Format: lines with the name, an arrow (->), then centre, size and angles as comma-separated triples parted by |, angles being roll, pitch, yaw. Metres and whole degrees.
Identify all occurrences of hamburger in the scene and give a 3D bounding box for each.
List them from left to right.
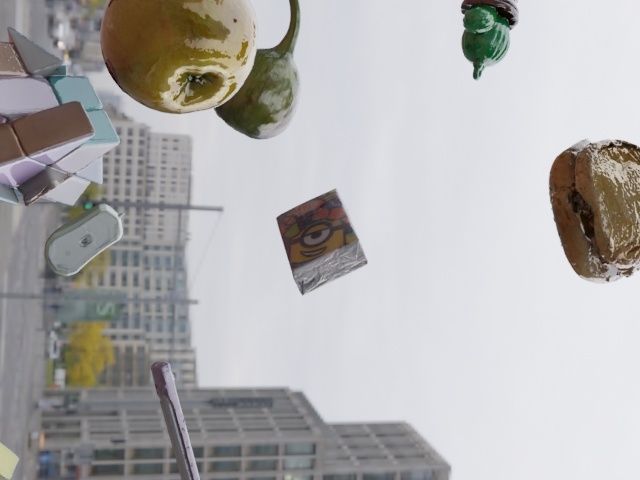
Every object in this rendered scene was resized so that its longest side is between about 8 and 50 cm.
hamburger -> 0.491, -0.066, 1.559 | 0.146, 0.243, 0.286 | -16, -131, 45

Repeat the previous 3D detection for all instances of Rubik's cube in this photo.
Rubik's cube -> -0.651, -0.236, 1.972 | 0.358, 0.368, 0.387 | 62, 10, 13

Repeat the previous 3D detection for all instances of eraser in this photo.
eraser -> -0.585, 0.358, 1.515 | 0.097, 0.122, 0.045 | 67, 32, -47

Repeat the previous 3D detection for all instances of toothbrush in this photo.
toothbrush -> -0.113, 0.288, 0.913 | 0.024, 0.029, 0.354 | -3, -76, 50

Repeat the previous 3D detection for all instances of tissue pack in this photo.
tissue pack -> 0.000, 0.000, 1.319 | 0.148, 0.109, 0.060 | -110, 174, -54

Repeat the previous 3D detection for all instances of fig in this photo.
fig -> -0.076, -0.280, 1.408 | 0.245, 0.149, 0.149 | -62, -160, 7

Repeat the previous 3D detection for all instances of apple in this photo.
apple -> -0.156, -0.224, 1.023 | 0.182, 0.182, 0.155 | 109, -34, -45

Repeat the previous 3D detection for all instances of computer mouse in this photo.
computer mouse -> -0.457, -0.007, 1.747 | 0.056, 0.182, 0.089 | 15, -44, 51

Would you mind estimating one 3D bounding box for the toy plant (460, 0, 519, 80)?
toy plant -> 0.300, -0.390, 1.625 | 0.143, 0.105, 0.200 | 35, 66, -65
